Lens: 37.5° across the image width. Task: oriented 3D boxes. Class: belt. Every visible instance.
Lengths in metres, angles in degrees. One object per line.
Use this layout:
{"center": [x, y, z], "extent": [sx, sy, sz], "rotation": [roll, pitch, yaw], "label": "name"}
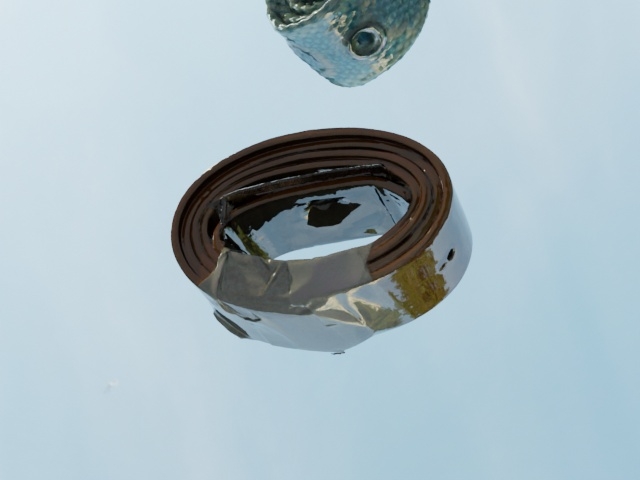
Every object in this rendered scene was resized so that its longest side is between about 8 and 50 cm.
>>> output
{"center": [0.005, -0.219, 0.586], "extent": [0.072, 0.087, 0.302], "rotation": [29, -139, -35], "label": "belt"}
{"center": [0.000, 0.000, 0.841], "extent": [0.261, 0.105, 0.184], "rotation": [-10, -121, 15], "label": "belt"}
